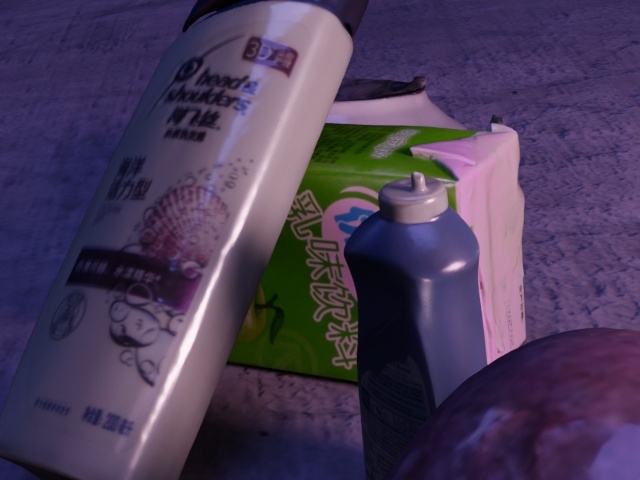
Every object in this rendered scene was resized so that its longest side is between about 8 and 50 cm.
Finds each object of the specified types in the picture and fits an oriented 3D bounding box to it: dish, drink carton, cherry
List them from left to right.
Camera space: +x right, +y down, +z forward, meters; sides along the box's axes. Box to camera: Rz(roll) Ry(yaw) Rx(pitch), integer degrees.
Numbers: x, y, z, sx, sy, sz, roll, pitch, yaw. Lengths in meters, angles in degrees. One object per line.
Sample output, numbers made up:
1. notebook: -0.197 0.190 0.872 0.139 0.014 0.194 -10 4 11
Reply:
1. drink carton: 0.000 0.000 0.936 0.271 0.161 0.108 6 25 28
2. dish: 0.003 -0.087 1.160 0.317 0.106 0.316 -1 13 0
3. cherry: 0.118 0.136 0.547 0.266 0.183 0.213 -39 19 -19

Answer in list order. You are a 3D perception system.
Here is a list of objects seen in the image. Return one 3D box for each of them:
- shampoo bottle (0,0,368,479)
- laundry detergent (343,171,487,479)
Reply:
1. shampoo bottle: -0.085 -0.019 0.833 0.134 0.078 0.359 8 68 35
2. laundry detergent: 0.053 0.057 0.721 0.061 0.206 0.096 -14 25 -18
